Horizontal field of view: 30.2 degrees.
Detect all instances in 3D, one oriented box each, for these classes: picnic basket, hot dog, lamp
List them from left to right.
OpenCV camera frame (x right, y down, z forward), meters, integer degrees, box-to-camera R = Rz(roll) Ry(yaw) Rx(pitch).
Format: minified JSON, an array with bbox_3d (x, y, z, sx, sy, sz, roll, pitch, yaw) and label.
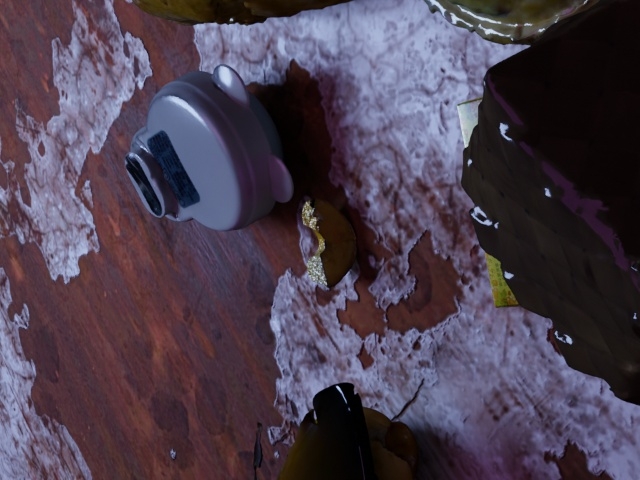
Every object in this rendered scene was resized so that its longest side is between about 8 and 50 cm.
[{"bbox_3d":[-0.123,-0.097,1.326,0.246,0.108,0.179,-17,98,52],"label":"lamp"},{"bbox_3d":[0.020,0.264,1.249,0.326,0.107,0.194,-45,55,55],"label":"hot dog"},{"bbox_3d":[0.253,-0.039,0.792,0.254,0.291,0.321,58,178,18],"label":"picnic basket"}]

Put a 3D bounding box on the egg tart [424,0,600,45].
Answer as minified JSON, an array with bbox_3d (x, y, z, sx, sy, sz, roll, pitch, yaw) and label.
[{"bbox_3d":[0.136,-0.313,0.968,0.315,0.120,0.315,12,106,47],"label":"egg tart"}]

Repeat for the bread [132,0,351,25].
[{"bbox_3d":[-0.090,-0.314,1.186,0.340,0.179,0.194,6,102,48],"label":"bread"}]

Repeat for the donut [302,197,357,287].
[{"bbox_3d":[0.000,0.000,1.242,0.083,0.067,0.038,49,162,-15],"label":"donut"}]

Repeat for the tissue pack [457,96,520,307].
[{"bbox_3d":[0.182,-0.038,0.993,0.062,0.095,0.176,-12,88,49],"label":"tissue pack"}]
